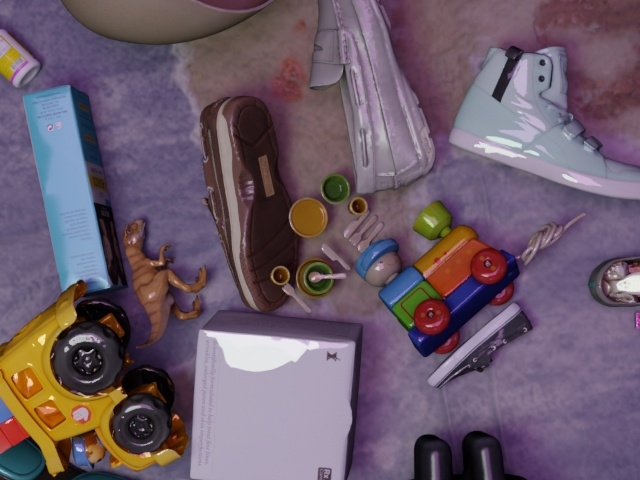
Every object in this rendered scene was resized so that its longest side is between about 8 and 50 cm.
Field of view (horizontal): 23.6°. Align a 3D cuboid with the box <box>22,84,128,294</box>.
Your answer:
[{"bbox_3d":[-0.291,-0.056,1.828,0.060,0.100,0.244,-12,87,4],"label":"box"}]

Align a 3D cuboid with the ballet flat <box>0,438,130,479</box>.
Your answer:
[{"bbox_3d":[-0.333,0.327,1.809,0.482,0.164,0.182,25,112,11],"label":"ballet flat"}]

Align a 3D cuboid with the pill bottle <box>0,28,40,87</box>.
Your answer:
[{"bbox_3d":[-0.384,-0.228,1.871,0.083,0.043,0.043,44,92,6],"label":"pill bottle"}]

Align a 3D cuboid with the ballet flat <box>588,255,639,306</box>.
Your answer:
[{"bbox_3d":[0.419,0.045,1.774,0.213,0.068,0.072,-7,88,5],"label":"ballet flat"}]

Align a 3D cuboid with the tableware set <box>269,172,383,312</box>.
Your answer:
[{"bbox_3d":[0.000,0.000,1.806,0.104,0.024,0.154,44,75,-9],"label":"tableware set"}]

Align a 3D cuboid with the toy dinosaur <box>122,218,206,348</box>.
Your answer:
[{"bbox_3d":[-0.190,0.069,1.808,0.112,0.211,0.064,5,133,-26],"label":"toy dinosaur"}]

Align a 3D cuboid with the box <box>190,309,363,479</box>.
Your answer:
[{"bbox_3d":[-0.049,0.184,1.775,0.181,0.119,0.181,5,98,5],"label":"box"}]

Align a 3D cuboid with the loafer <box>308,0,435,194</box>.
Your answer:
[{"bbox_3d":[0.035,-0.210,1.798,0.111,0.112,0.320,-20,87,-4],"label":"loafer"}]

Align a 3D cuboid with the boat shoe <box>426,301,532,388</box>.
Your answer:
[{"bbox_3d":[0.188,0.131,1.804,0.142,0.049,0.040,-41,86,1],"label":"boat shoe"}]

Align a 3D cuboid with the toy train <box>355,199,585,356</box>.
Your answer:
[{"bbox_3d":[0.170,0.006,1.794,0.248,0.105,0.143,-41,68,-4],"label":"toy train"}]

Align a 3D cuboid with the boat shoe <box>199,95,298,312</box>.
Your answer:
[{"bbox_3d":[-0.092,-0.044,1.827,0.095,0.095,0.258,3,102,46],"label":"boat shoe"}]

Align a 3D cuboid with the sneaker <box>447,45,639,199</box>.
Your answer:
[{"bbox_3d":[0.290,-0.142,1.776,0.255,0.094,0.151,20,96,8],"label":"sneaker"}]

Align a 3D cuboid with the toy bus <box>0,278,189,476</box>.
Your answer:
[{"bbox_3d":[-0.283,0.188,1.724,0.211,0.149,0.220,-35,102,2],"label":"toy bus"}]

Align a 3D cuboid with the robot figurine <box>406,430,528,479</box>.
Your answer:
[{"bbox_3d":[0.163,0.359,1.739,0.209,0.173,0.278,-6,87,35],"label":"robot figurine"}]

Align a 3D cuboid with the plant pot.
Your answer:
[{"bbox_3d":[-0.205,-0.336,1.769,0.191,0.284,0.284,-34,84,38],"label":"plant pot"}]

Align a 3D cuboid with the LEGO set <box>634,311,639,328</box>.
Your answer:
[{"bbox_3d":[0.480,0.124,1.753,0.227,0.093,0.087,-1,88,5],"label":"LEGO set"}]
